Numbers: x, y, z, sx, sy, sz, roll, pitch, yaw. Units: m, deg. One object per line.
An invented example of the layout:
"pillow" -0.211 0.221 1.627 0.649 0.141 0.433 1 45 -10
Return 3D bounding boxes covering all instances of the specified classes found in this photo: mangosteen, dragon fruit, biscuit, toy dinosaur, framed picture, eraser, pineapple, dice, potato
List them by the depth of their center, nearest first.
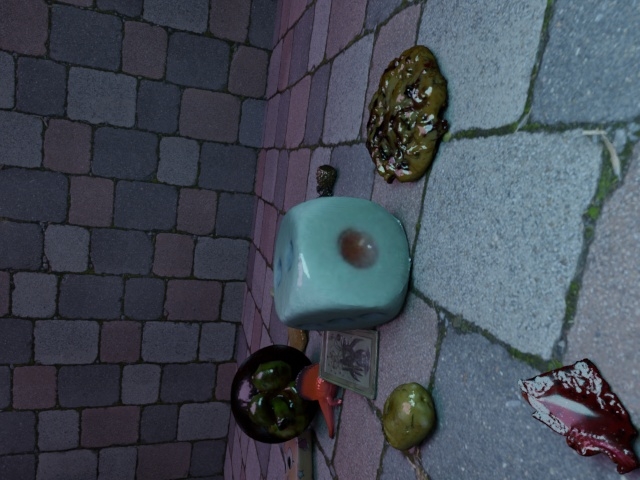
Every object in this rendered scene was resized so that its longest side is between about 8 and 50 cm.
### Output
"dragon fruit" 0.301 0.213 0.494 0.131 0.063 0.097 -104 26 -44
"potato" 0.169 0.353 0.827 0.107 0.080 0.170 65 146 34
"biscuit" 0.180 -0.287 0.960 0.289 0.081 0.334 114 155 -43
"dice" 0.037 0.066 0.993 0.262 0.268 0.264 129 141 -59
"framed picture" 0.071 0.315 1.119 0.231 0.010 0.173 -4 81 52
"toy dinosaur" -0.010 0.464 1.231 0.070 0.139 0.286 -157 72 -71
"mangosteen" -0.151 0.505 1.368 0.330 0.330 0.330 -175 90 -71
"eraser" -0.077 0.810 1.423 0.171 0.087 0.290 127 144 -60
"pineapple" 0.013 -0.184 1.450 0.074 0.074 0.159 -111 24 -53
"biscuit" -0.099 0.353 1.692 0.249 0.030 0.160 -106 29 -47

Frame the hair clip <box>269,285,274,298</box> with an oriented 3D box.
"hair clip" -0.109 0.182 1.603 0.218 0.159 0.071 -65 -41 -57
